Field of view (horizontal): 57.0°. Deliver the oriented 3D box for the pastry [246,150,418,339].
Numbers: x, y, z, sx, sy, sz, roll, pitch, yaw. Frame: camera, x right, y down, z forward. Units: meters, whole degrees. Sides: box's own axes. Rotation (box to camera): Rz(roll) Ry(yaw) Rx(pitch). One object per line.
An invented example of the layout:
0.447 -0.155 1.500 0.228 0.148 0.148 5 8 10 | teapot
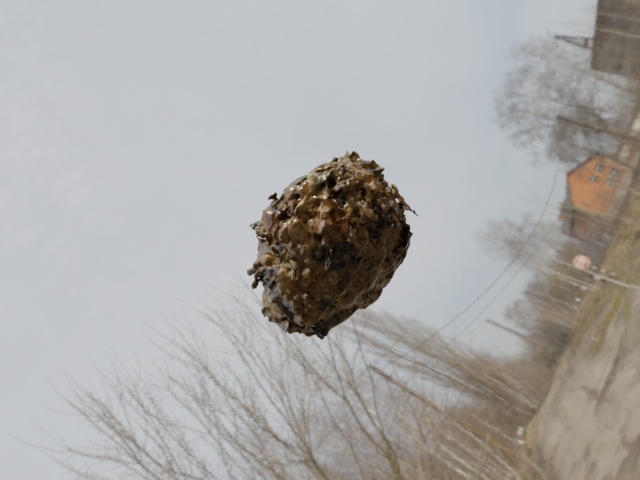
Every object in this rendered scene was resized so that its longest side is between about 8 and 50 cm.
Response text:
0.000 0.000 0.813 0.275 0.193 0.274 -33 -32 -24 | pastry
